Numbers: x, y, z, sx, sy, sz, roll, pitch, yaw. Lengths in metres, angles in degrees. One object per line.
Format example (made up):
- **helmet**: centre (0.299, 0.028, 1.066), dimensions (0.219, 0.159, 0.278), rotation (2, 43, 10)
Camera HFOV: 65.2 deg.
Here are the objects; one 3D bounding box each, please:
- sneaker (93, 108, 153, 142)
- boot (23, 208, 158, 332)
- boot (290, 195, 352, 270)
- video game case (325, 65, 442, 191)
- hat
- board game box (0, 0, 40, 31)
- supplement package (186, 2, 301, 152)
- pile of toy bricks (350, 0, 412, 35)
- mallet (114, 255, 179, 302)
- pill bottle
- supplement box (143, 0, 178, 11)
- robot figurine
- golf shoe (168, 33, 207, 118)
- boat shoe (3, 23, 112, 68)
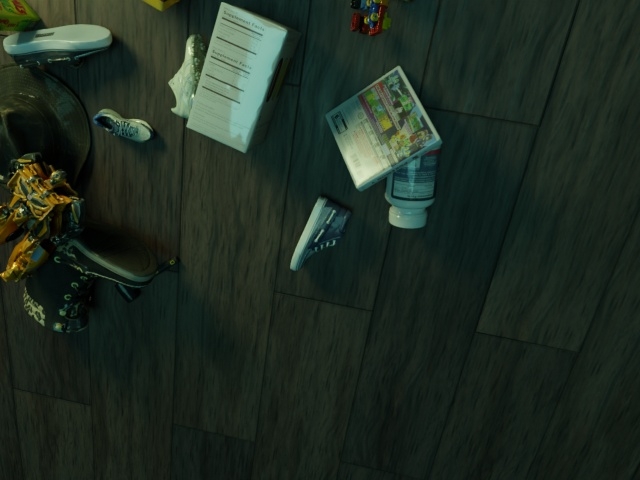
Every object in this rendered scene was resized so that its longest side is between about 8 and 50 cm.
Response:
- **sneaker**: centre (-0.442, -0.250, 1.118), dimensions (0.135, 0.058, 0.052), rotation (18, 113, 0)
- **boot**: centre (-0.578, 0.097, 1.222), dimensions (0.377, 0.138, 0.284), rotation (22, 114, 10)
- **boot**: centre (0.000, 0.000, 1.144), dimensions (0.086, 0.069, 0.190), rotation (25, 111, 1)
- **video game case**: centre (0.119, -0.223, 0.995), dimensions (0.183, 0.023, 0.201), rotation (-30, 61, 18)
- **hat**: centre (-0.697, -0.228, 1.125), dimensions (0.331, 0.134, 0.331), rotation (3, 112, 8)
- **board game box**: centre (-0.661, -0.468, 0.995), dimensions (0.043, 0.181, 0.092), rotation (-37, 102, 20)
- **supplement package**: centre (-0.151, -0.323, 1.000), dimensions (0.134, 0.139, 0.244), rotation (24, 114, 0)
- **pile of toy bricks**: centre (0.133, -0.478, 0.928), dimensions (0.105, 0.118, 0.212), rotation (5, 98, -23)
- **mallet**: centre (-0.431, 0.100, 1.271), dimensions (0.189, 0.039, 0.062), rotation (-23, 105, 13)
- **pill bottle**: centre (0.189, -0.123, 1.046), dimensions (0.108, 0.108, 0.180), rotation (4, 113, 7)
- **supplement box**: centre (-0.319, -0.567, 0.899), dimensions (0.191, 0.129, 0.194), rotation (29, 136, -4)
- **robot figurine**: centre (-0.633, -0.046, 1.084), dimensions (0.211, 0.085, 0.291), rotation (46, 116, -1)
- **golf shoe**: centre (-0.285, -0.343, 1.054), dimensions (0.086, 0.069, 0.176), rotation (11, 112, 11)
- **boat shoe**: centre (-0.549, -0.403, 1.067), dimensions (0.228, 0.080, 0.076), rotation (-7, 139, 0)
